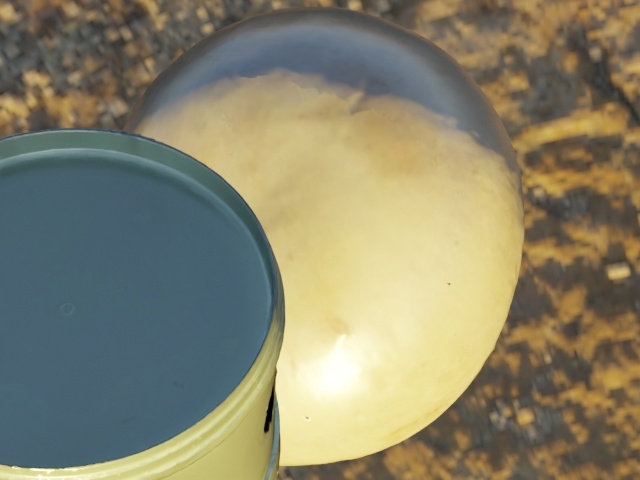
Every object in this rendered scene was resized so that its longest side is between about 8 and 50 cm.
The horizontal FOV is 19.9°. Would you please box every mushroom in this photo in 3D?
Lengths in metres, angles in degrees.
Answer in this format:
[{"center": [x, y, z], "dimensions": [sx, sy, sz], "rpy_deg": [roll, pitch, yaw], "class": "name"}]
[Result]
[{"center": [0.000, 0.000, 1.441], "dimensions": [0.362, 0.294, 0.362], "rpy_deg": [-8, 74, 31], "class": "mushroom"}]

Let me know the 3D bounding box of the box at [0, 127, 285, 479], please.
[{"center": [-0.132, 0.070, 0.979], "dimensions": [0.226, 0.149, 0.226], "rpy_deg": [1, 51, -1], "class": "box"}]
